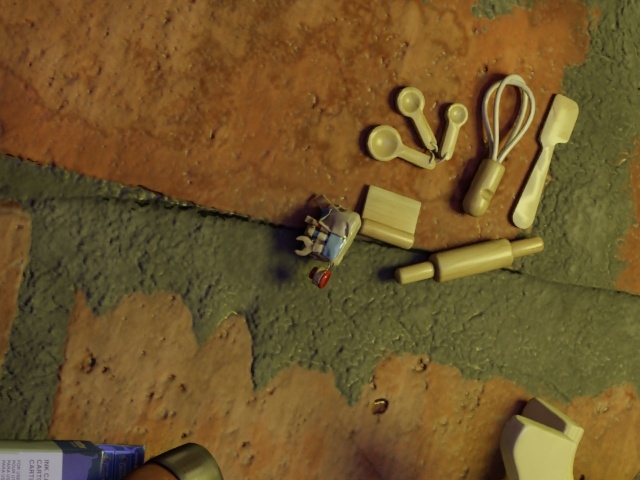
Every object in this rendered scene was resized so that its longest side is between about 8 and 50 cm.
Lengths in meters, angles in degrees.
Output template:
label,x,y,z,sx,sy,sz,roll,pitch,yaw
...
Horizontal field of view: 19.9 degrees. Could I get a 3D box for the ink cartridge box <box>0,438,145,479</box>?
label,x,y,z,sx,sy,sz,roll,pitch,yaw
ink cartridge box,-0.307,0.275,1.645,0.311,0.065,0.186,3,92,-22

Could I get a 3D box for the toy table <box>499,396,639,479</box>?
label,x,y,z,sx,sy,sz,roll,pitch,yaw
toy table,0.241,0.274,1.762,0.274,0.252,0.161,20,101,-45

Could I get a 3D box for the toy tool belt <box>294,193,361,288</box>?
label,x,y,z,sx,sy,sz,roll,pitch,yaw
toy tool belt,0.000,0.000,1.754,0.051,0.052,0.083,28,79,12

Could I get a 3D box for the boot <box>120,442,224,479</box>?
label,x,y,z,sx,sy,sz,roll,pitch,yaw
boot,-0.176,0.351,1.620,0.280,0.096,0.264,-28,114,-39

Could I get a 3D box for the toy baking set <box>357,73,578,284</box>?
label,x,y,z,sx,sy,sz,roll,pitch,yaw
toy baking set,0.154,-0.062,1.811,0.256,0.030,0.197,-8,96,-20
